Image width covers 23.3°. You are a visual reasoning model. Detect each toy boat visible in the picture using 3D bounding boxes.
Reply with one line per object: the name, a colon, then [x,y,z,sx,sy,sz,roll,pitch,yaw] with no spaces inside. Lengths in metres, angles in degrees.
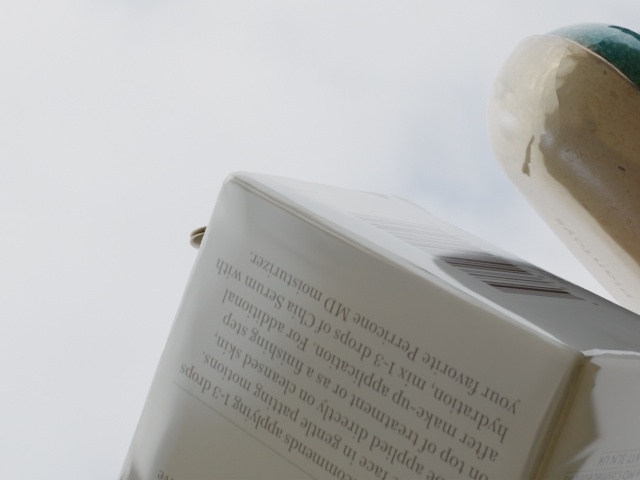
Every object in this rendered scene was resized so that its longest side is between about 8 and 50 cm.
toy boat: [0.236,-0.025,0.857,0.148,0.318,0.267,-45,-76,-6]

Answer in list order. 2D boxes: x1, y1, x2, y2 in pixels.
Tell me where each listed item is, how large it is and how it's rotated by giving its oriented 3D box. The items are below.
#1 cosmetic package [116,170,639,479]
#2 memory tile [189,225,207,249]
cosmetic package: [0.003,0.218,0.804,0.161,0.230,0.453,7,-72,-51]
memory tile: [0.000,0.000,0.995,0.113,0.012,0.148,-20,-24,41]
